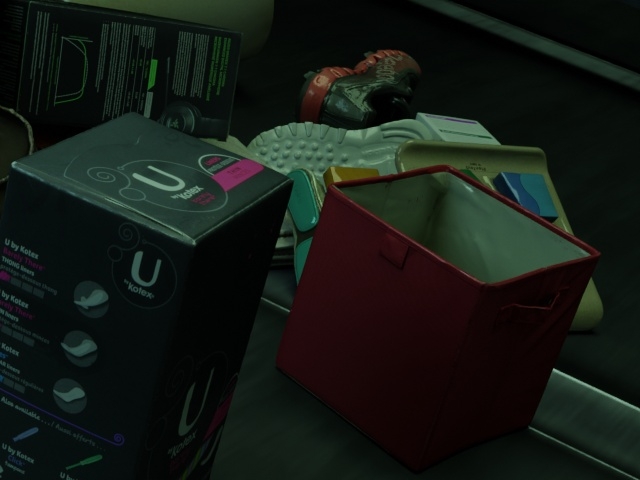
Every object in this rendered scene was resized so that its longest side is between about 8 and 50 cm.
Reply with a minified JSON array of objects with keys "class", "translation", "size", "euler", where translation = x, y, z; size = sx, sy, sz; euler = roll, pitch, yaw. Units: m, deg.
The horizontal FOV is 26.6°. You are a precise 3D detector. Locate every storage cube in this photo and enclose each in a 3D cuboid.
[{"class":"storage cube","translation":[0.104,0.064,1.232],"size":[0.215,0.193,0.184],"euler":[34,30,33]}]

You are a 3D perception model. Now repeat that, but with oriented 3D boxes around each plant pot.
[{"class":"plant pot","translation":[-0.249,-0.329,1.835],"size":[0.274,0.256,0.256],"euler":[-24,44,-32]}]

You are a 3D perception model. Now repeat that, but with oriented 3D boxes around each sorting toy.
[{"class":"sorting toy","translation":[0.160,-0.011,1.473],"size":[0.307,0.041,0.229],"euler":[1,61,-30]}]

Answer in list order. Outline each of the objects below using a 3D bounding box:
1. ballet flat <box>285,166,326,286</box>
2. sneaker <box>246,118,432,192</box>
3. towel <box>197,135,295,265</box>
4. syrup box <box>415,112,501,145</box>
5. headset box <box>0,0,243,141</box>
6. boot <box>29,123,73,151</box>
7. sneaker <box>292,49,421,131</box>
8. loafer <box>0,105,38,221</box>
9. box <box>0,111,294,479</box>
[{"class":"ballet flat","translation":[0.000,0.000,1.416],"size":[0.052,0.057,0.168],"euler":[32,43,-56]},{"class":"sneaker","translation":[0.020,-0.095,1.671],"size":[0.235,0.090,0.095],"euler":[-1,-8,-12]},{"class":"towel","translation":[-0.122,-0.053,1.515],"size":[0.187,0.049,0.282],"euler":[-2,30,-37]},{"class":"syrup box","translation":[0.191,-0.068,1.690],"size":[0.096,0.093,0.237],"euler":[6,26,-24]},{"class":"headset box","translation":[-0.260,-0.205,1.568],"size":[0.283,0.131,0.246],"euler":[2,12,-36]},{"class":"boot","translation":[-0.302,-0.089,1.467],"size":[0.085,0.059,0.158],"euler":[15,23,-16]},{"class":"sneaker","translation":[0.083,-0.196,1.894],"size":[0.135,0.097,0.276],"euler":[27,28,23]},{"class":"loafer","translation":[-0.365,-0.055,1.232],"size":[0.134,0.130,0.366],"euler":[21,30,9]},{"class":"box","translation":[-0.141,0.069,0.967],"size":[0.143,0.270,0.165],"euler":[23,25,14]}]
